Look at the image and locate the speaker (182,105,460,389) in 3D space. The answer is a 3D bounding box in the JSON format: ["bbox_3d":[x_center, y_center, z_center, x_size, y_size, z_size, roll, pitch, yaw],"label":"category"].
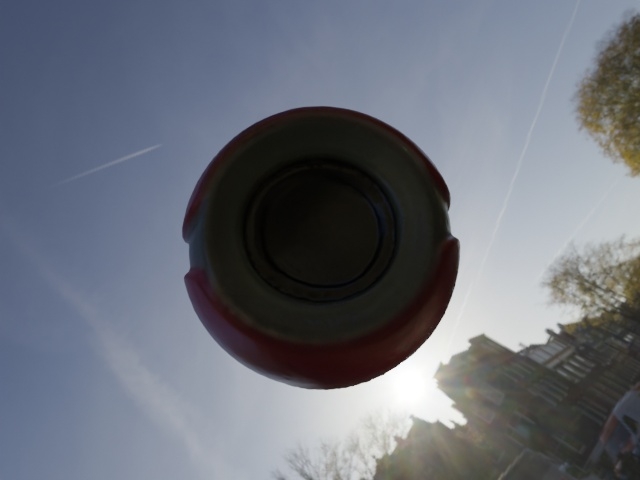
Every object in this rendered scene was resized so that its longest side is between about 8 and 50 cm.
[{"bbox_3d":[0.000,0.000,0.557,0.294,0.294,0.295,-31,-44,-35],"label":"speaker"}]
